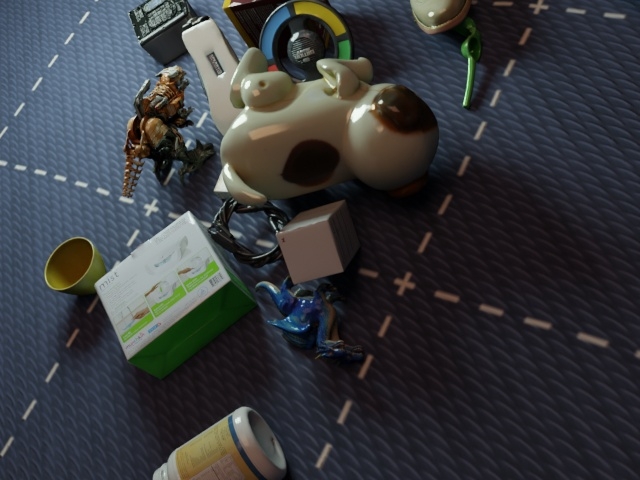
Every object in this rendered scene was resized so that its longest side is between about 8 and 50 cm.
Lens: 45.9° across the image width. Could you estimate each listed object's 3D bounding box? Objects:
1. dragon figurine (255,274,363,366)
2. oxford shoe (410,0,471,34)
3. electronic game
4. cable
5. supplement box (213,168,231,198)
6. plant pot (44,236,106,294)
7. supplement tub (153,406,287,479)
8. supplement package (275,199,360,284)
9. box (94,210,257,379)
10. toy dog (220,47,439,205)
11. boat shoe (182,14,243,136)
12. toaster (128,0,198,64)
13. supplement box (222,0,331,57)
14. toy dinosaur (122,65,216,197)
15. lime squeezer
[{"bbox_3d":[-0.043,0.151,1.445,0.289,0.085,0.144,10,66,29],"label":"dragon figurine"},{"bbox_3d":[0.244,-0.616,1.703,0.141,0.146,0.397,-20,46,19],"label":"oxford shoe"},{"bbox_3d":[-0.033,-0.438,1.737,0.229,0.229,0.048,-9,17,21],"label":"electronic game"},{"bbox_3d":[-0.139,-0.021,1.612,0.184,0.047,0.150,32,60,18],"label":"cable"},{"bbox_3d":[-0.185,-0.126,1.714,0.098,0.036,0.062,7,65,29],"label":"supplement box"},{"bbox_3d":[-0.548,0.073,1.735,0.134,0.095,0.134,-12,57,19],"label":"plant pot"},{"bbox_3d":[-0.176,0.401,1.322,0.200,0.144,0.144,-34,52,5],"label":"supplement tub"},{"bbox_3d":[0.000,0.000,1.447,0.105,0.179,0.105,-15,101,17],"label":"supplement package"},{"bbox_3d":[-0.307,0.110,1.574,0.262,0.127,0.231,-39,51,1],"label":"box"},{"bbox_3d":[0.027,-0.216,1.487,0.408,0.284,0.395,2,30,17],"label":"toy dog"},{"bbox_3d":[-0.218,-0.374,1.841,0.127,0.158,0.340,-23,82,7],"label":"boat shoe"},{"bbox_3d":[-0.417,-0.598,2.067,0.186,0.110,0.168,-31,53,6],"label":"toaster"},{"bbox_3d":[-0.098,-0.559,1.835,0.194,0.191,0.129,-4,59,24],"label":"supplement box"},{"bbox_3d":[-0.388,-0.249,1.774,0.164,0.218,0.322,33,79,36],"label":"toy dinosaur"},{"bbox_3d":[0.300,-0.424,1.644,0.110,0.059,0.310,-26,54,10],"label":"lime squeezer"}]
